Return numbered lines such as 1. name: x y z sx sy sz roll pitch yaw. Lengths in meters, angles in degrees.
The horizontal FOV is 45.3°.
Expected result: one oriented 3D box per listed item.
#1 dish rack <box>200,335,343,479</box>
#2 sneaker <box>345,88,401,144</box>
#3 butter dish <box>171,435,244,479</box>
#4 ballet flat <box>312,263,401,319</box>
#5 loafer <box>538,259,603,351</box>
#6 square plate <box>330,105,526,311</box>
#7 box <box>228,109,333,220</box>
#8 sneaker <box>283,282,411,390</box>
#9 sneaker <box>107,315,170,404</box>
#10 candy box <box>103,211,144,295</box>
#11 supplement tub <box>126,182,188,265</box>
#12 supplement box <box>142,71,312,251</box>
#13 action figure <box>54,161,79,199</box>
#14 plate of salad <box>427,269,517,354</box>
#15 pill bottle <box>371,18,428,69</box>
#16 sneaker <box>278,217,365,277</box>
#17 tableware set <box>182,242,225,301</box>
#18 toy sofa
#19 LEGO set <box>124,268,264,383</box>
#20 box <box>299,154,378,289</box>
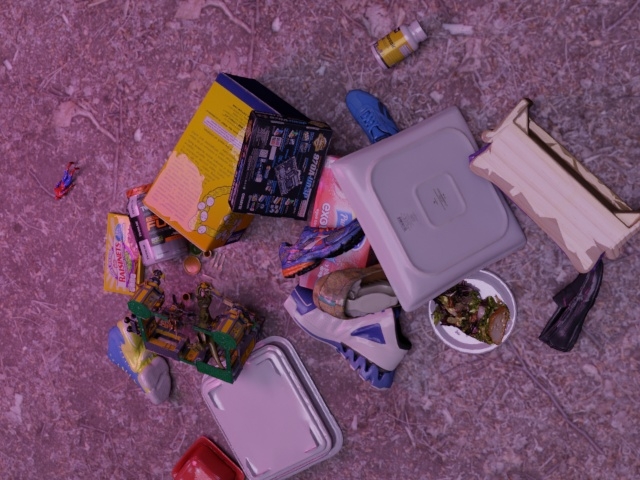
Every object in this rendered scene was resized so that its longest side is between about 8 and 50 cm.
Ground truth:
1. dish rack: -0.134 0.430 1.887 0.285 0.072 0.333 -30 86 19
2. sneaker: 0.126 -0.256 1.712 0.069 0.082 0.209 -40 83 20
3. butter dish: -0.303 0.608 1.934 0.160 0.118 0.160 42 106 9
4. ballet flat: 0.150 0.100 1.625 0.123 0.349 0.123 23 117 54
5. loafer: 0.536 0.132 1.637 0.078 0.076 0.223 20 106 6
6. square plate: 0.242 -0.078 1.607 0.344 0.049 0.347 -27 89 -22
7. box: -0.087 -0.155 1.631 0.175 0.051 0.220 6 117 -23
8. sneaker: 0.088 0.178 1.767 0.315 0.127 0.182 39 103 2
9. sneaker: -0.473 0.313 1.978 0.126 0.091 0.240 -18 92 37
10. candy box: -0.502 0.036 1.970 0.105 0.027 0.205 8 99 18
11. supplement tub: -0.406 -0.041 1.883 0.117 0.117 0.190 -17 92 18
12. supplement box: -0.209 -0.179 1.764 0.195 0.194 0.356 37 106 10
13. action figure: -0.662 -0.150 1.994 0.038 0.030 0.115 43 112 13
14. plate of salad: 0.337 0.160 1.717 0.200 0.048 0.199 2 98 17
15. pill bottle: 0.174 -0.431 1.682 0.116 0.065 0.065 -31 87 18
16. sneaker: 0.000 0.000 1.626 0.221 0.083 0.087 -28 81 14
17. tableware set: -0.304 0.085 1.917 0.104 0.024 0.154 24 104 13
18. toy sofa: 0.489 -0.115 1.582 0.362 0.150 0.177 44 112 8
19. LEGO set: -0.276 0.173 1.816 0.331 0.192 0.255 12 137 21
20. box: 0.065 -0.034 1.722 0.142 0.154 0.300 14 100 14
